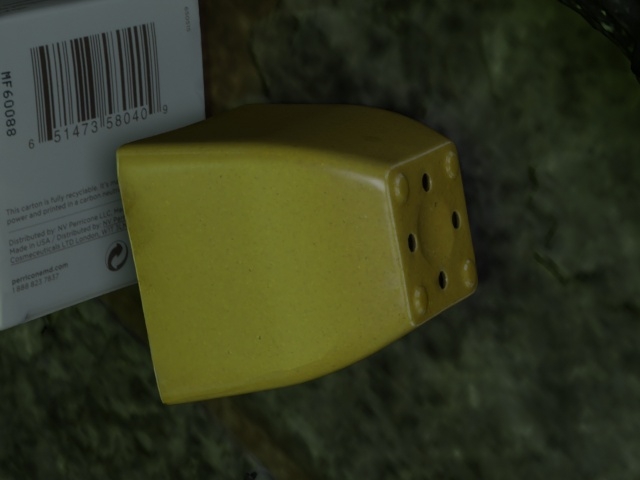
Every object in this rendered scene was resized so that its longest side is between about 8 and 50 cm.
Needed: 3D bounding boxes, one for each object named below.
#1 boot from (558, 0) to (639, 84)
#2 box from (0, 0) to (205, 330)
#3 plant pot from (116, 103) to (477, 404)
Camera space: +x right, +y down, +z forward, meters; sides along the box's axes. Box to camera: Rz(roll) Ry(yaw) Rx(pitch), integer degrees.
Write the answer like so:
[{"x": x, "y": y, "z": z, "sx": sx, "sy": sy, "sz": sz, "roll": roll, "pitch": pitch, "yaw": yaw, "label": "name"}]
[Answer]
[{"x": 0.132, "y": -0.157, "z": 0.377, "sx": 0.260, "sy": 0.131, "sz": 0.348, "roll": 46, "pitch": 140, "yaw": 30, "label": "boot"}, {"x": -0.102, "y": -0.034, "z": 0.648, "sx": 0.087, "sy": 0.101, "sz": 0.102, "roll": 12, "pitch": 112, "yaw": 39, "label": "box"}, {"x": 0.000, "y": 0.000, "z": 0.589, "sx": 0.083, "sy": 0.081, "sz": 0.081, "roll": -4, "pitch": 101, "yaw": 30, "label": "plant pot"}]
